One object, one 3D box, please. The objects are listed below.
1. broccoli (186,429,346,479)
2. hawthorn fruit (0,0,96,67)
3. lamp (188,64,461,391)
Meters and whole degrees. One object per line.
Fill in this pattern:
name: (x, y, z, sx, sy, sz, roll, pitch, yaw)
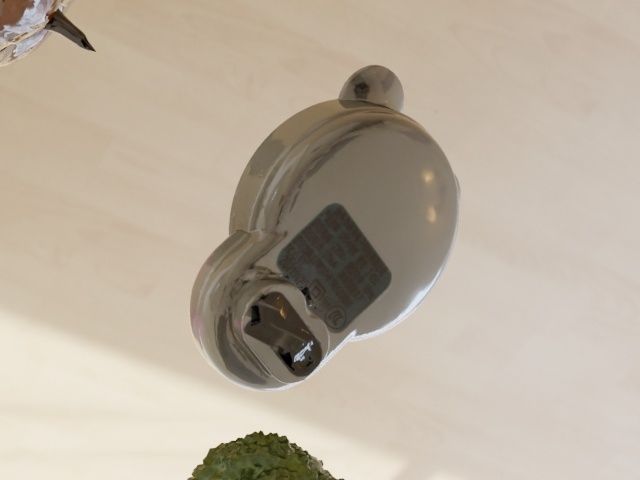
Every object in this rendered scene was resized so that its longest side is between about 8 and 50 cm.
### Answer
broccoli: (-0.036, 0.280, 0.768, 0.254, 0.186, 0.302, 29, 88, -50)
hawthorn fruit: (-0.310, -0.267, 1.052, 0.301, 0.268, 0.268, 36, 122, 2)
lamp: (-0.002, 0.000, 0.889, 0.246, 0.108, 0.179, -48, 122, -17)
